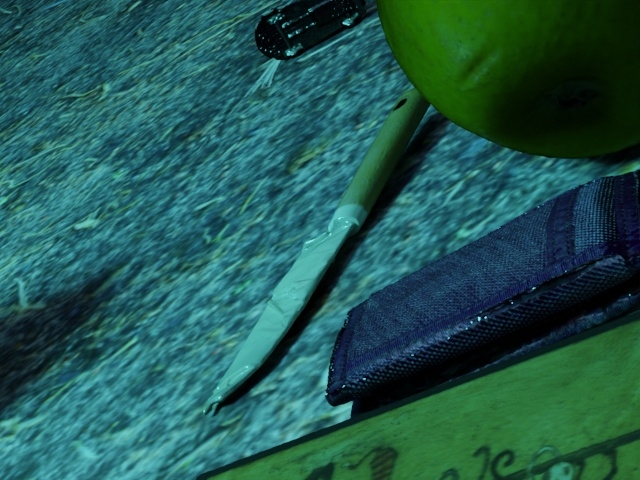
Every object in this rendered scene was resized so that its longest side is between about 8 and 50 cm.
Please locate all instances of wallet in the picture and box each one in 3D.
[{"bbox_3d":[0.080,0.022,0.876,0.166,0.030,0.111,-26,22,17],"label":"wallet"}]

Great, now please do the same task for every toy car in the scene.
[{"bbox_3d":[-0.009,-0.174,1.452,0.093,0.041,0.025,-25,18,14],"label":"toy car"}]

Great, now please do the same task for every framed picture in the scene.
[{"bbox_3d":[0.019,0.149,0.690,0.255,0.014,0.339,-23,22,23],"label":"framed picture"}]

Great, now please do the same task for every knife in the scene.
[{"bbox_3d":[0.001,0.002,1.061,0.047,0.017,0.298,-19,27,36],"label":"knife"}]

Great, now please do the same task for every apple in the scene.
[{"bbox_3d":[0.125,-0.130,0.948,0.196,0.196,0.157,-20,55,30],"label":"apple"}]
